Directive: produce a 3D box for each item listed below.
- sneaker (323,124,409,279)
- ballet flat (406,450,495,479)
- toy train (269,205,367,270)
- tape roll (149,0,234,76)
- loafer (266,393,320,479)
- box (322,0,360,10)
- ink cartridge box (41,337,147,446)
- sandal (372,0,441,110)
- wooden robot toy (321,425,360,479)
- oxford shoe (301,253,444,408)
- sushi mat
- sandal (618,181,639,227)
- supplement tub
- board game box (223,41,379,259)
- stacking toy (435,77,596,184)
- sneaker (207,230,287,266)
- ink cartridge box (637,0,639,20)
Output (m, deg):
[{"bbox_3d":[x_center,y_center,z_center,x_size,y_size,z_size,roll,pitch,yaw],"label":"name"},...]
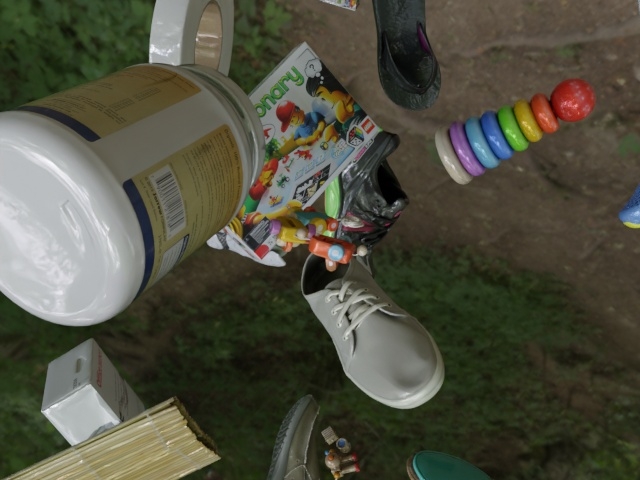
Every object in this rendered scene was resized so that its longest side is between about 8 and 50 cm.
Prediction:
[{"bbox_3d":[0.115,-0.060,1.641,0.202,0.185,0.482,8,126,12],"label":"sneaker"},{"bbox_3d":[0.300,0.482,1.172,0.342,0.116,0.124,18,130,0],"label":"ballet flat"},{"bbox_3d":[0.000,0.000,0.840,0.125,0.046,0.166,15,-164,6],"label":"toy train"},{"bbox_3d":[-0.280,-0.440,1.485,0.072,0.392,0.392,11,163,6],"label":"tape roll"},{"bbox_3d":[-0.043,0.407,1.201,0.087,0.251,0.094,21,158,-7],"label":"loafer"},{"bbox_3d":[0.050,-0.666,1.591,0.114,0.036,0.207,19,144,9],"label":"box"},{"bbox_3d":[-0.514,0.420,1.575,0.307,0.129,0.223,62,174,-25],"label":"ink cartridge box"},{"bbox_3d":[0.227,-0.496,1.741,0.445,0.168,0.107,64,-174,-49],"label":"sandal"},{"bbox_3d":[0.042,0.506,1.537,0.079,0.076,0.173,60,-169,-48],"label":"wooden robot toy"},{"bbox_3d":[0.076,0.148,1.260,0.130,0.169,0.449,54,179,-37],"label":"oxford shoe"},{"bbox_3d":[-0.254,0.242,0.599,0.019,0.317,0.151,59,168,34],"label":"sushi mat"},{"bbox_3d":[0.639,-0.164,1.201,0.138,0.317,0.126,36,180,-1],"label":"sandal"},{"bbox_3d":[-0.219,-0.073,0.758,0.228,0.316,0.228,11,120,21],"label":"supplement tub"},{"bbox_3d":[-0.068,-0.144,1.070,0.193,0.305,0.053,45,167,-19],"label":"board game box"},{"bbox_3d":[0.418,-0.248,1.414,0.141,0.330,0.141,41,-144,-38],"label":"stacking toy"},{"bbox_3d":[-0.156,-0.040,1.660,0.210,0.137,0.366,19,161,-12],"label":"sneaker"},{"bbox_3d":[0.718,-0.413,1.243,0.045,0.208,0.206,-13,-85,-65],"label":"ink cartridge box"}]
